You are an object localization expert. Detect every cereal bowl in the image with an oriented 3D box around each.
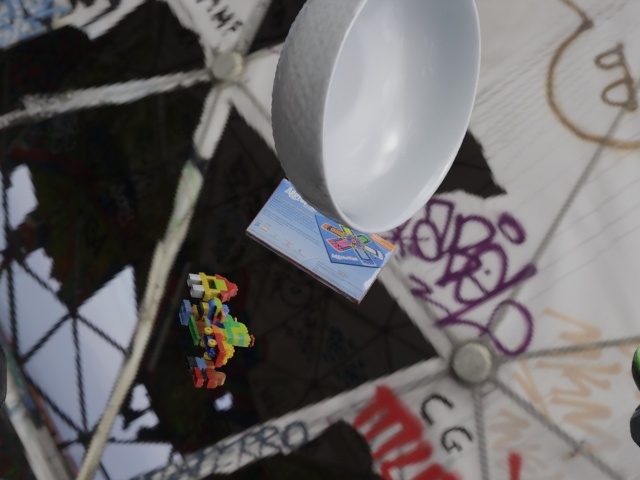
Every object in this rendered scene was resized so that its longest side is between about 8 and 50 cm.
[{"bbox_3d":[0.053,-0.187,1.224,0.141,0.339,0.339,20,-39,33],"label":"cereal bowl"}]

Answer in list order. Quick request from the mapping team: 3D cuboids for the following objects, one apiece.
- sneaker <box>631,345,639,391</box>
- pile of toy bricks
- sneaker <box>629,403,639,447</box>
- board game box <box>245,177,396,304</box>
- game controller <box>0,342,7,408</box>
[{"bbox_3d":[0.642,0.390,1.649,0.202,0.185,0.483,-47,-119,43],"label":"sneaker"},{"bbox_3d":[-0.160,0.152,1.636,0.212,0.105,0.118,-116,-140,-53],"label":"pile of toy bricks"},{"bbox_3d":[0.397,0.240,1.108,0.077,0.072,0.178,45,32,-16],"label":"sneaker"},{"bbox_3d":[0.000,0.000,2.067,0.281,0.145,0.027,32,-16,11],"label":"board game box"},{"bbox_3d":[-0.560,0.152,1.259,0.067,0.319,0.166,-92,-166,-55],"label":"game controller"}]
